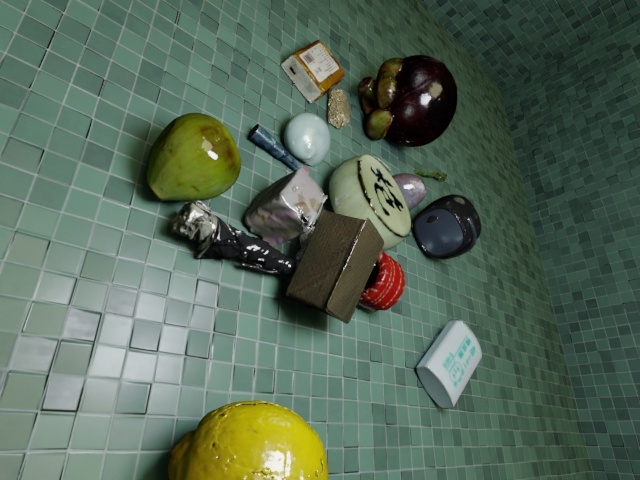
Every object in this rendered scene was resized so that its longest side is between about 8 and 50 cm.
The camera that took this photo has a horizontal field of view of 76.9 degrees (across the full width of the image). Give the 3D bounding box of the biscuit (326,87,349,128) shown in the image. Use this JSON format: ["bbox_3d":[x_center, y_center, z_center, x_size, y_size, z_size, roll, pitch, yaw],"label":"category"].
[{"bbox_3d":[0.072,-0.526,1.596,0.082,0.070,0.169,32,49,-42],"label":"biscuit"}]

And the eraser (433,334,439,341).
[{"bbox_3d":[0.479,0.418,1.595,0.038,0.019,0.083,-29,93,-46],"label":"eraser"}]

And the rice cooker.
[{"bbox_3d":[0.544,-0.059,1.719,0.224,0.267,0.267,-26,91,-50],"label":"rice cooker"}]

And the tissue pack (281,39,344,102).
[{"bbox_3d":[-0.019,-0.653,1.546,0.183,0.092,0.226,51,43,-15],"label":"tissue pack"}]

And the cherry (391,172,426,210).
[{"bbox_3d":[0.338,-0.200,1.635,0.176,0.176,0.140,35,32,-28],"label":"cherry"}]

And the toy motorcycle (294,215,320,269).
[{"bbox_3d":[0.000,0.000,1.248,0.112,0.112,0.254,47,45,-19],"label":"toy motorcycle"}]

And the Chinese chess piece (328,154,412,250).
[{"bbox_3d":[0.183,-0.134,1.426,0.349,0.146,0.350,34,42,-37],"label":"Chinese chess piece"}]

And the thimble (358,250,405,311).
[{"bbox_3d":[0.186,0.127,1.334,0.125,0.163,0.190,32,52,-33],"label":"thimble"}]

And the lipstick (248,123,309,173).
[{"bbox_3d":[-0.124,-0.281,1.298,0.234,0.053,0.054,35,50,-31],"label":"lipstick"}]

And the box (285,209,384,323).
[{"bbox_3d":[0.047,0.071,1.130,0.274,0.143,0.184,-65,150,-11],"label":"box"}]

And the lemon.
[{"bbox_3d":[-0.134,0.457,0.773,0.297,0.297,0.297,21,58,-37],"label":"lemon"}]

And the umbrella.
[{"bbox_3d":[-0.208,0.019,1.033,0.357,0.113,0.106,30,54,-35],"label":"umbrella"}]

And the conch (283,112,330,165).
[{"bbox_3d":[-0.031,-0.347,1.391,0.221,0.120,0.185,-35,127,-52],"label":"conch"}]

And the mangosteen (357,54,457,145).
[{"bbox_3d":[0.381,-0.586,1.719,0.421,0.381,0.381,-14,82,-34],"label":"mangosteen"}]

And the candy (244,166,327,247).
[{"bbox_3d":[-0.098,-0.090,1.135,0.137,0.195,0.185,48,41,-21],"label":"candy"}]

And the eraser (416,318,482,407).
[{"bbox_3d":[0.487,0.452,1.507,0.290,0.104,0.189,-37,101,-40],"label":"eraser"}]

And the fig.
[{"bbox_3d":[-0.304,-0.196,0.970,0.230,0.207,0.207,-37,99,-48],"label":"fig"}]

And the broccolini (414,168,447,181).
[{"bbox_3d":[0.544,-0.328,1.996,0.239,0.051,0.054,1,77,-37],"label":"broccolini"}]
